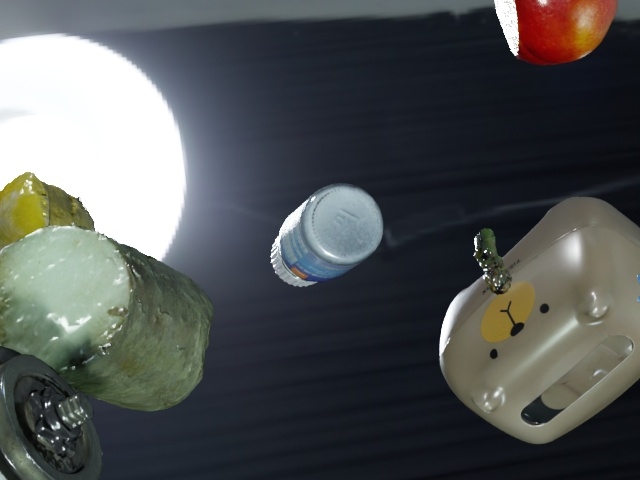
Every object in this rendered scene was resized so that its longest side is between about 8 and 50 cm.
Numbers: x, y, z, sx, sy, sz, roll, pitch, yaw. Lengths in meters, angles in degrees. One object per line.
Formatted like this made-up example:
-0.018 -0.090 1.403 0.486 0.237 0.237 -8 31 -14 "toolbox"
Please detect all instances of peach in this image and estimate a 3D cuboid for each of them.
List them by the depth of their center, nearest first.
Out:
0.290 -0.327 1.793 0.190 0.192 0.190 -44 39 51 "peach"

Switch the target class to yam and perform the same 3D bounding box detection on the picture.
-0.249 0.095 1.616 0.300 0.195 0.195 38 -141 -67 "yam"

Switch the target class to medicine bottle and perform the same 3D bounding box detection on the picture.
0.000 0.000 1.401 0.203 0.083 0.084 146 116 -74 "medicine bottle"

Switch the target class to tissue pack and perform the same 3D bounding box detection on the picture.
0.385 0.144 2.204 0.387 0.267 0.277 -44 25 26 "tissue pack"

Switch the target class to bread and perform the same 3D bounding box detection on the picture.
-0.459 -0.010 2.224 0.197 0.170 0.197 -10 75 40 "bread"

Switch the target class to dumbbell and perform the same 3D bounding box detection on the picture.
-0.345 0.219 1.333 0.192 0.290 0.192 54 -162 -26 "dumbbell"

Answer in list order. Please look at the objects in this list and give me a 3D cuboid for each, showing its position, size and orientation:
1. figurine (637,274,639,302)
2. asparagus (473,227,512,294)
0.427 0.051 1.637 0.079 0.114 0.114 15 -116 -66 "figurine"
0.218 0.030 1.733 0.030 0.036 0.165 57 -171 -21 "asparagus"
